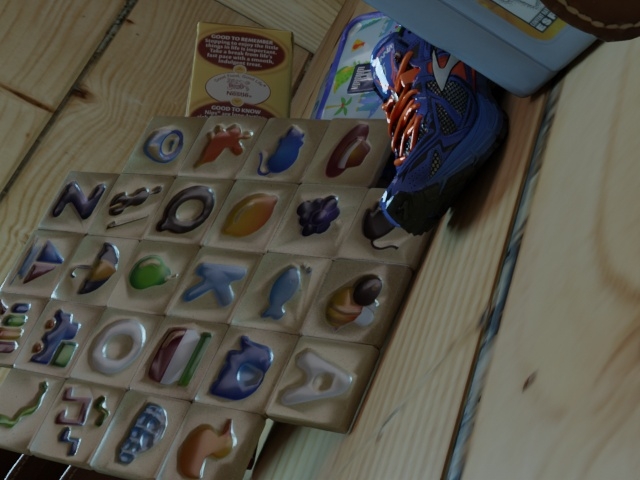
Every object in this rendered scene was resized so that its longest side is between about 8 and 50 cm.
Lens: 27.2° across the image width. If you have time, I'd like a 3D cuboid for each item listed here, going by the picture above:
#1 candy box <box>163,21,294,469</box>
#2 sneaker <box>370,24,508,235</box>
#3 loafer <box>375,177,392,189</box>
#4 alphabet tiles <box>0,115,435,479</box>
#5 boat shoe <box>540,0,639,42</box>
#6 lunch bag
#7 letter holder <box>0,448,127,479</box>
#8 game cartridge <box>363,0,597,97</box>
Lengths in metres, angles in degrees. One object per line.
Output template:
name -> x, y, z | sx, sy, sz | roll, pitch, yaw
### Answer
candy box -> -0.077, -0.001, 1.062 | 0.183, 0.088, 0.316 | 103, 172, -51
sneaker -> 0.065, -0.086, 0.818 | 0.083, 0.087, 0.221 | -58, 8, 40
loafer -> 0.013, 0.004, 0.993 | 0.050, 0.056, 0.148 | -59, 3, -38
alphabet tiles -> -0.091, 0.029, 0.901 | 0.343, 0.011, 0.285 | 5, 58, 36
boat shoe -> 0.154, -0.182, 0.390 | 0.324, 0.123, 0.116 | -59, 9, 40
lunch bag -> 0.046, -0.098, 1.005 | 0.151, 0.096, 0.128 | -36, 34, 63
letter holder -> -0.237, 0.286, 1.074 | 0.301, 0.214, 0.152 | -63, 6, -14
game cartridge -> 0.077, -0.178, 0.621 | 0.062, 0.198, 0.297 | -65, 6, -19
